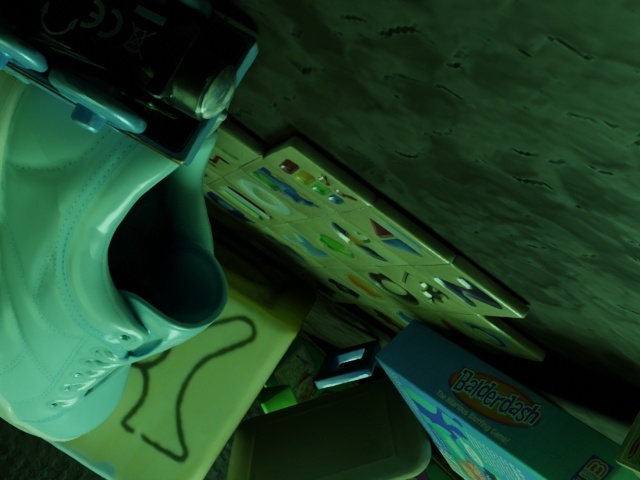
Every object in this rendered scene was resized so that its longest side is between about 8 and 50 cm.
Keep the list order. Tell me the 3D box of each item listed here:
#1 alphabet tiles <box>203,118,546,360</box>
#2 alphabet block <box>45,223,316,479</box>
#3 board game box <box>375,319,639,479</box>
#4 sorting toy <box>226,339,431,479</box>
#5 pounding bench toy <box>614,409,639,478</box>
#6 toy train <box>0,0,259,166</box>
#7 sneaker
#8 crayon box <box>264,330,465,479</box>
[{"bbox_3d":[0.000,0.000,0.656,0.285,0.011,0.342,35,168,-13],"label":"alphabet tiles"},{"bbox_3d":[-0.138,0.095,0.823,0.192,0.197,0.193,33,-172,-1],"label":"alphabet block"},{"bbox_3d":[0.146,0.158,0.637,0.210,0.047,0.160,31,159,52],"label":"board game box"},{"bbox_3d":[0.006,0.196,0.815,0.347,0.196,0.047,-90,-23,-74],"label":"sorting toy"},{"bbox_3d":[0.200,0.134,0.497,0.052,0.083,0.065,21,163,45],"label":"pounding bench toy"},{"bbox_3d":[-0.113,-0.099,0.394,0.184,0.080,0.105,29,177,8],"label":"toy train"},{"bbox_3d":[-0.138,0.042,0.570,0.150,0.135,0.366,34,141,19],"label":"sneaker"},{"bbox_3d":[0.122,0.314,1.242,0.313,0.106,0.363,44,176,-42],"label":"crayon box"}]
